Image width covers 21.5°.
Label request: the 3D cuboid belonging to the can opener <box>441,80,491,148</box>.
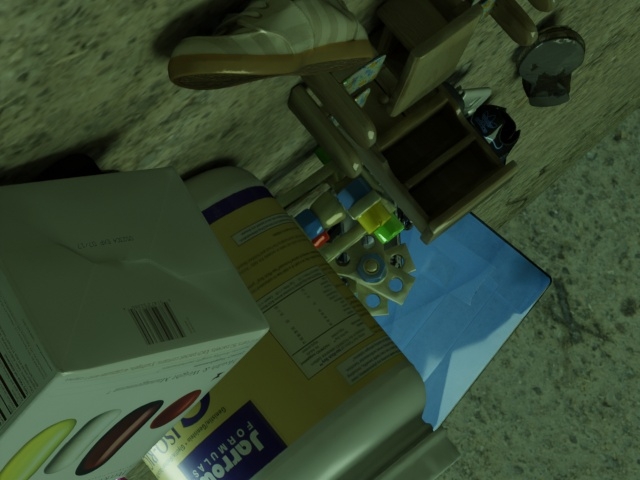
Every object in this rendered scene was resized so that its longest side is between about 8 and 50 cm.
[{"bbox_3d":[0.130,-0.129,1.830,0.074,0.093,0.280,-42,166,21],"label":"can opener"}]

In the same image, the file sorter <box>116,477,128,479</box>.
[{"bbox_3d":[-0.222,0.284,1.638,0.290,0.182,0.202,-54,175,28],"label":"file sorter"}]

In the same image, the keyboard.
[{"bbox_3d":[0.068,-0.024,2.010,0.108,0.023,0.180,-26,137,-20],"label":"keyboard"}]

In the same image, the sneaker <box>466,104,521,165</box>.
[{"bbox_3d":[0.224,-0.130,2.219,0.090,0.081,0.232,-34,172,14],"label":"sneaker"}]

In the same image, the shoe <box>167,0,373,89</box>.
[{"bbox_3d":[-0.037,-0.141,1.173,0.077,0.058,0.219,-9,-176,31],"label":"shoe"}]

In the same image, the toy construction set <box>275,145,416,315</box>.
[{"bbox_3d":[0.000,0.000,1.777,0.215,0.151,0.327,-39,161,-6],"label":"toy construction set"}]

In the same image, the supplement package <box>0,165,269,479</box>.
[{"bbox_3d":[-0.187,0.072,1.168,0.194,0.149,0.203,-9,151,-48],"label":"supplement package"}]

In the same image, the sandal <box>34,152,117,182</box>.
[{"bbox_3d":[-0.169,-0.022,1.240,0.067,0.040,0.179,-40,171,-1],"label":"sandal"}]

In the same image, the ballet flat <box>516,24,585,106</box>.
[{"bbox_3d":[0.286,-0.226,2.105,0.084,0.058,0.250,-5,168,7],"label":"ballet flat"}]

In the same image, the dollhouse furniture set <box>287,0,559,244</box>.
[{"bbox_3d":[0.103,-0.120,1.486,0.212,0.161,0.242,-37,171,-15],"label":"dollhouse furniture set"}]

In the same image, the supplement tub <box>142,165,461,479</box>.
[{"bbox_3d":[-0.058,0.126,1.491,0.241,0.331,0.241,-39,171,-7],"label":"supplement tub"}]

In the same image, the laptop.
[{"bbox_3d":[0.092,0.117,2.180,0.382,0.236,0.408,-53,171,1],"label":"laptop"}]
